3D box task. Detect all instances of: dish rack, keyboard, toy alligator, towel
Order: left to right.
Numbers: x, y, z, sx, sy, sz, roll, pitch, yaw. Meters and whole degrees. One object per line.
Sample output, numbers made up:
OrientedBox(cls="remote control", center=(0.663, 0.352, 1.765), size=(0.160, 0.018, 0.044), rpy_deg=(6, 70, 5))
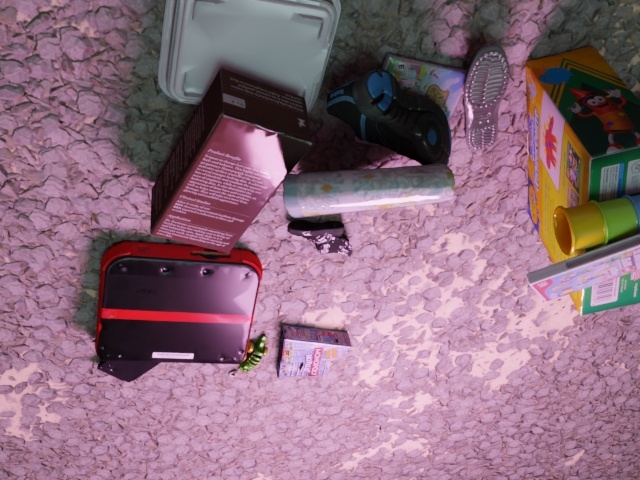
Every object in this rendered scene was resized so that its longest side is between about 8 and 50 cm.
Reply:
OrientedBox(cls="keyboard", center=(-0.461, 0.257, 1.889), size=(0.317, 0.033, 0.201), rpy_deg=(-35, 134, 16))
OrientedBox(cls="toy alligator", center=(-0.198, 0.338, 2.005), size=(0.056, 0.051, 0.190), rpy_deg=(23, 122, -28))
OrientedBox(cls="dish rack", center=(-0.136, -0.367, 1.398), size=(0.332, 0.072, 0.286), rpy_deg=(4, 129, -17))
OrientedBox(cls="towel", center=(0.103, -0.105, 1.492), size=(0.320, 0.374, 0.090), rpy_deg=(-6, 92, 7))

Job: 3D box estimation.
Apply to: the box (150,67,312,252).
OrientedBox(cls="box", center=(-0.195, -0.147, 1.473), size=(0.191, 0.143, 0.381), rpy_deg=(15, 139, -28))

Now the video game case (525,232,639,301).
OrientedBox(cls="video game case", center=(0.551, 0.046, 1.390), size=(0.285, 0.025, 0.204), rpy_deg=(-22, 158, 19))

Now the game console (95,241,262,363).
OrientedBox(cls="game console", center=(-0.350, 0.164, 1.791), size=(0.386, 0.060, 0.342), rpy_deg=(5, 123, -16))

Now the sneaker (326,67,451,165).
OrientedBox(cls="sneaker", center=(0.156, -0.249, 1.525), size=(0.139, 0.125, 0.340), rpy_deg=(-7, 154, 42))

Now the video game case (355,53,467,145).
OrientedBox(cls="video game case", center=(0.198, -0.290, 1.571), size=(0.193, 0.023, 0.212), rpy_deg=(7, 128, -19))

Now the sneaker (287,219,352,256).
OrientedBox(cls="sneaker", center=(-0.001, -0.002, 1.756), size=(0.170, 0.051, 0.089), rpy_deg=(-2, 126, -16))

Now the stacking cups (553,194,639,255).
OrientedBox(cls="stacking cups", center=(0.600, -0.042, 1.335), size=(0.316, 0.096, 0.096), rpy_deg=(-9, 132, -1))

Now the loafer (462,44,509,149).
OrientedBox(cls="loafer", center=(0.339, -0.312, 1.542), size=(0.094, 0.087, 0.251), rpy_deg=(-4, 136, -3))

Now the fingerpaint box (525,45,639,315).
OrientedBox(cls="fingerpaint box", center=(0.581, -0.128, 1.567), size=(0.163, 0.371, 0.445), rpy_deg=(-13, 131, 3))

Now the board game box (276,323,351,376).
OrientedBox(cls="board game box", center=(-0.018, 0.316, 2.023), size=(0.194, 0.060, 0.194), rpy_deg=(-1, 130, -11))
